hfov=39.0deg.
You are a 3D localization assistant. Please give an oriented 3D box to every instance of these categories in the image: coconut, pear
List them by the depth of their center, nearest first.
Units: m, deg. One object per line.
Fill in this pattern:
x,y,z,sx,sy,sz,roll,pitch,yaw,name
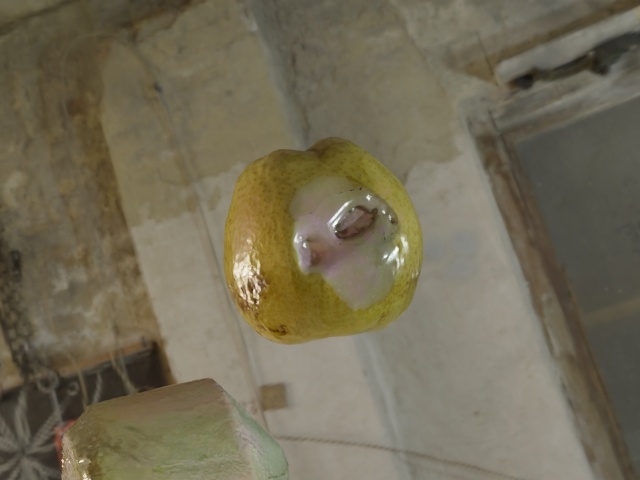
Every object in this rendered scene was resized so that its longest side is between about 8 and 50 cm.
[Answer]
-0.076,0.137,0.502,0.122,0.116,0.116,-6,164,-23,coconut
0.000,0.000,0.753,0.178,0.178,0.178,-17,167,-4,pear
